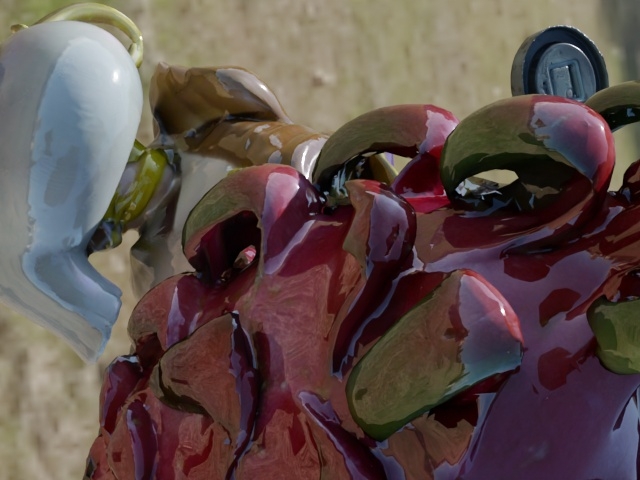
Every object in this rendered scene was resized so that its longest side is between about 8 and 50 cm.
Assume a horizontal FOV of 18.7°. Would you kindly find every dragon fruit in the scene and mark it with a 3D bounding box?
[{"bbox_3d":[0.034,0.045,0.666,0.218,0.198,0.273,-103,-145,-64],"label":"dragon fruit"}]

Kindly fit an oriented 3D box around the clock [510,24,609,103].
[{"bbox_3d":[0.172,-0.112,1.396,0.085,0.017,0.085,3,84,-35],"label":"clock"}]

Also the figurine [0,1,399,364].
[{"bbox_3d":[-0.073,-0.019,0.940,0.142,0.263,0.189,137,-30,-60],"label":"figurine"}]
